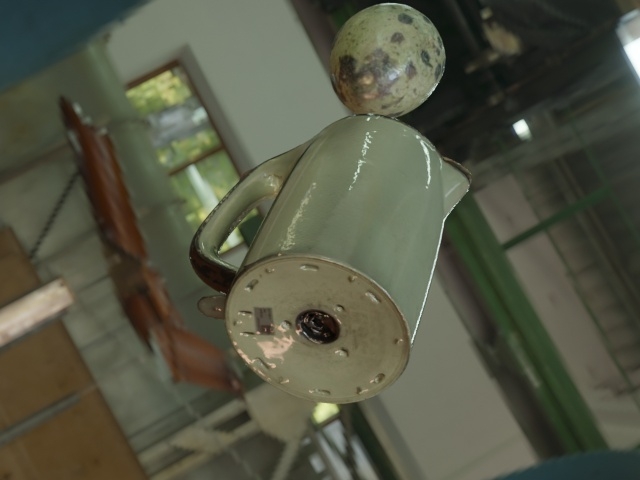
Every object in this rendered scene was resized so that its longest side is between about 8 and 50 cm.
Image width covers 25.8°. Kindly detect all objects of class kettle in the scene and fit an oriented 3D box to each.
[{"bbox_3d":[0.000,0.000,1.279,0.255,0.240,0.165,-68,157,-48],"label":"kettle"}]

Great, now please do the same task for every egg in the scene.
[{"bbox_3d":[0.080,-0.222,1.747,0.141,0.182,0.141,12,-57,20],"label":"egg"}]
